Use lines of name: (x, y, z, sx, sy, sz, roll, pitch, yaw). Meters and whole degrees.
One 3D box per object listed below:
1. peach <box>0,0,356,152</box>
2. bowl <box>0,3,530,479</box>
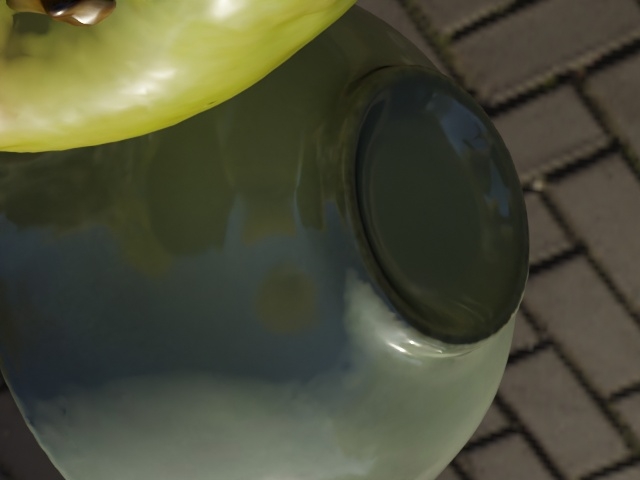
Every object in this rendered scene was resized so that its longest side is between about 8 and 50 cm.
peach: (-0.080, -0.184, 0.563, 0.314, 0.315, 0.281, -28, 141, 17)
bowl: (0.000, 0.000, 0.911, 0.146, 0.289, 0.289, -19, 122, 42)
